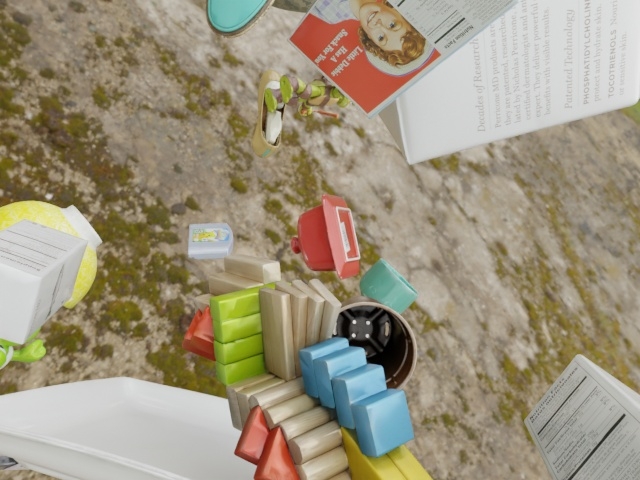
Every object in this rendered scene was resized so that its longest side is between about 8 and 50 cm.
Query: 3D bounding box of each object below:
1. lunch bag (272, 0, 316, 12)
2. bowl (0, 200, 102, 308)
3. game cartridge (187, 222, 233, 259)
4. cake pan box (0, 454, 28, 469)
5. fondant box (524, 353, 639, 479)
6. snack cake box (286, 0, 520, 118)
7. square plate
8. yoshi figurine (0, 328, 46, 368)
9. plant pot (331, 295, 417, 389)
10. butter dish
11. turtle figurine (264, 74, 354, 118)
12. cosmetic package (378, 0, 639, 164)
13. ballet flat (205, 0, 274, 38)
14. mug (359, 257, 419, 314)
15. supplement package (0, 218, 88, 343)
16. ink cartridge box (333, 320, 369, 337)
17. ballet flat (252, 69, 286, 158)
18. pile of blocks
[{"bbox_3d":[-0.073,-0.604,1.117,0.256,0.212,0.305,29,-8,13],"label":"lunch bag"},{"bbox_3d":[-0.629,0.004,1.368,0.156,0.289,0.289,-39,86,-13],"label":"bowl"},{"bbox_3d":[-0.138,-0.001,0.712,0.056,0.017,0.083,1,25,-13],"label":"game cartridge"},{"bbox_3d":[-0.603,0.395,1.136,0.246,0.267,0.070,39,29,-57],"label":"cake pan box"},{"bbox_3d":[0.295,0.220,0.394,0.238,0.096,0.330,36,9,7],"label":"fondant box"},{"bbox_3d":[0.091,-0.268,0.641,0.152,0.264,0.089,39,61,-14],"label":"snack cake box"},{"bbox_3d":[-0.163,0.226,0.646,0.347,0.344,0.049,39,62,-77],"label":"square plate"},{"bbox_3d":[-0.681,0.177,1.202,0.204,0.362,0.203,11,87,-34],"label":"yoshi figurine"},{"bbox_3d":[0.074,0.172,0.992,0.167,0.167,0.165,44,5,-4],"label":"plant pot"},{"bbox_3d":[0.000,0.000,1.086,0.160,0.118,0.160,-2,81,-73],"label":"butter dish"},{"bbox_3d":[0.001,-0.329,1.272,0.217,0.269,0.087,-6,98,-36],"label":"turtle figurine"},{"bbox_3d":[0.275,-0.382,0.972,0.329,0.394,0.327,-102,176,-59],"label":"cosmetic package"},{"bbox_3d":[-0.057,-0.302,0.578,0.073,0.206,0.067,25,9,-5],"label":"ballet flat"},{"bbox_3d":[0.159,0.122,1.364,0.129,0.097,0.158,45,6,16],"label":"mug"},{"bbox_3d":[-0.422,0.051,0.805,0.105,0.105,0.179,21,14,-8],"label":"supplement package"},{"bbox_3d":[0.049,0.263,1.768,0.198,0.115,0.067,14,26,22],"label":"ink cartridge box"},{"bbox_3d":[-0.109,-0.308,1.345,0.080,0.073,0.232,13,75,-30],"label":"ballet flat"},{"bbox_3d":[-0.032,0.131,0.499,0.113,0.149,0.362,-12,37,-37],"label":"pile of blocks"}]
